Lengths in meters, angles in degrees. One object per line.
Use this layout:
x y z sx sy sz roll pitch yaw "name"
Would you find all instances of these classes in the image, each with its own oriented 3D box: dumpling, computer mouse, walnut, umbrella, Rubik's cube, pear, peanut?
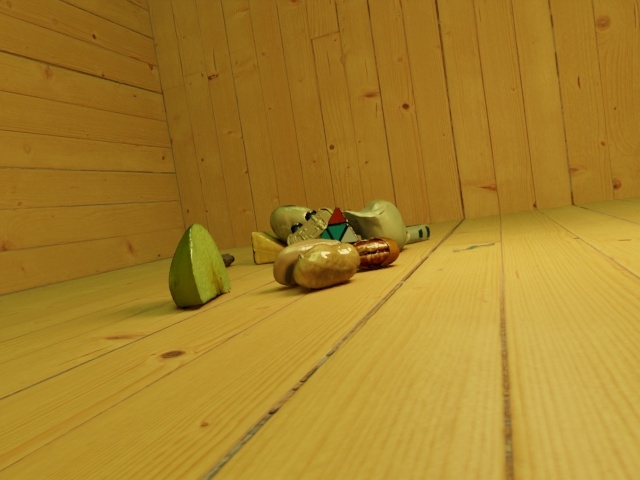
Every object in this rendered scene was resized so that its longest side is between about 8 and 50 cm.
0.249 -0.063 2.022 0.212 0.320 0.270 -36 31 -10 "dumpling"
-0.039 0.066 1.505 0.237 0.145 0.082 -12 40 -26 "computer mouse"
0.166 0.045 1.621 0.207 0.115 0.116 -9 4 1 "walnut"
-0.514 0.113 2.442 0.073 0.067 0.337 -51 -6 12 "umbrella"
0.030 0.027 1.887 0.234 0.249 0.284 -28 9 -2 "Rubik's cube"
-0.390 0.071 1.463 0.139 0.239 0.288 -8 3 6 "pear"
0.020 0.070 1.405 0.225 0.129 0.129 -8 3 -37 "peanut"

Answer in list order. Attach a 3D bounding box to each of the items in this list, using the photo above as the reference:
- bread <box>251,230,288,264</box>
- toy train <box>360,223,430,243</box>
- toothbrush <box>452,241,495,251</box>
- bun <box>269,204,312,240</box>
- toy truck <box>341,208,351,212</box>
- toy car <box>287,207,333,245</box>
-0.194 0.021 2.409 0.264 0.163 0.168 -7 3 21 "bread"
0.385 -0.021 2.301 0.407 0.086 0.088 -10 3 -28 "toy train"
0.562 0.024 1.764 0.162 0.014 0.017 -8 22 -5 "toothbrush"
-0.118 -0.052 2.354 0.284 0.179 0.283 12 -17 4 "bun"
0.091 -0.053 2.585 0.212 0.204 0.288 -11 5 1 "toy truck"
0.000 0.000 2.120 0.248 0.198 0.204 -42 44 -1 "toy car"
